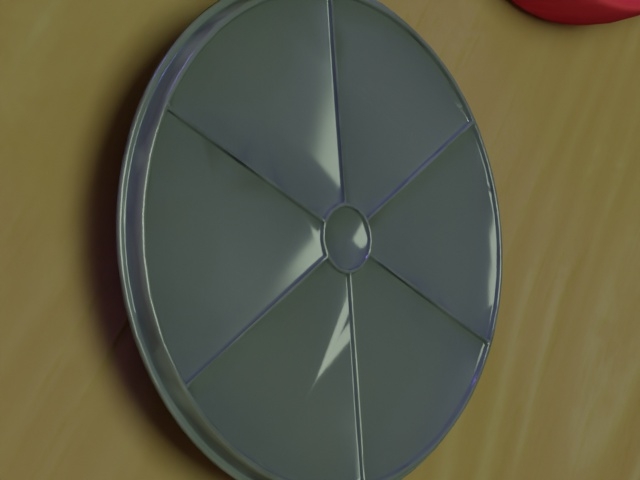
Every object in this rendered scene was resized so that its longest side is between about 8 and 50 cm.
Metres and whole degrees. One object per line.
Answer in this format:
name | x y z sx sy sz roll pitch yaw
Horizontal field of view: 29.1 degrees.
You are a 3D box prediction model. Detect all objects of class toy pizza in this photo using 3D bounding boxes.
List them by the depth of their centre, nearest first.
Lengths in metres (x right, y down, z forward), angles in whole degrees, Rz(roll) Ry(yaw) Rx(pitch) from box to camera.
toy pizza | 0.000 0.000 0.479 0.201 0.032 0.201 5 83 -44

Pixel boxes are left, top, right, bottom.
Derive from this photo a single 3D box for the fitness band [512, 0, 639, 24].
fitness band | 0.156 -0.225 0.648 0.290 0.054 0.209 -25 106 -43
